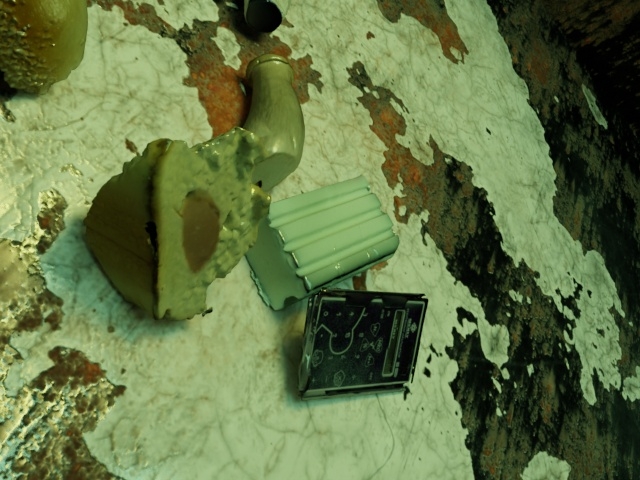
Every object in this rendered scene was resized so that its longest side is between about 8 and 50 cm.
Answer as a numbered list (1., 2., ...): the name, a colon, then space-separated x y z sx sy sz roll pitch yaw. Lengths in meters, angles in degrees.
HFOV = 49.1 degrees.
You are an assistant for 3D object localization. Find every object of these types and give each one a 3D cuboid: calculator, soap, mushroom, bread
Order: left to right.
1. bread: -0.394 -0.334 0.808 0.314 0.192 0.171 51 41 -11
2. bread: -0.157 -0.010 0.860 0.184 0.224 0.211 -28 97 -43
3. mushroom: -0.077 -0.185 1.118 0.096 0.108 0.247 74 18 -59
4. soap: 0.000 0.000 1.098 0.261 0.094 0.150 -20 78 -47
5. calculator: 0.069 0.156 1.066 0.274 0.028 0.165 7 92 -46

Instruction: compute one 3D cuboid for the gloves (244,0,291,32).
1. gloves: -0.100 -0.468 1.252 0.119 0.097 0.229 31 54 -36
